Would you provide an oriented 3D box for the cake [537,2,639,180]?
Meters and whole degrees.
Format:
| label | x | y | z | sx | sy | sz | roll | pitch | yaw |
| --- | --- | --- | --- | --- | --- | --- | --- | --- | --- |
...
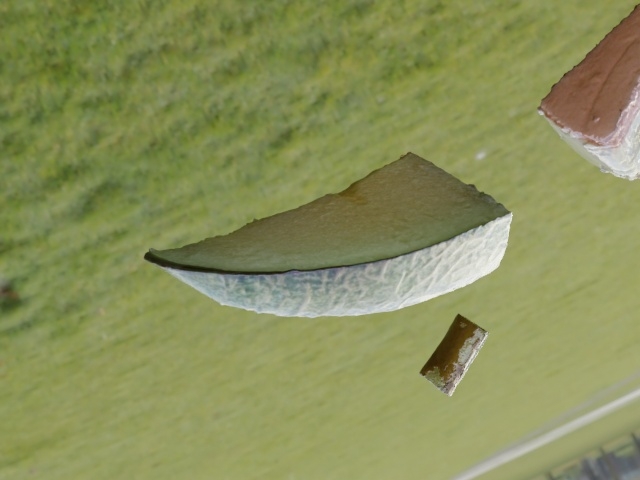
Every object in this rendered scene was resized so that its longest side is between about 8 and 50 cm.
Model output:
| label | x | y | z | sx | sy | sz | roll | pitch | yaw |
| --- | --- | --- | --- | --- | --- | --- | --- | --- | --- |
| cake | 0.314 | -0.155 | 1.074 | 0.225 | 0.090 | 0.109 | -45 | 138 | 13 |

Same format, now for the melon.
| label | x | y | z | sx | sy | sz | roll | pitch | yaw |
| --- | --- | --- | --- | --- | --- | --- | --- | --- | --- |
| melon | 0.006 | 0.004 | 0.630 | 0.182 | 0.098 | 0.054 | -21 | 137 | -30 |

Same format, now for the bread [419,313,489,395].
| label | x | y | z | sx | sy | sz | roll | pitch | yaw |
| --- | --- | --- | --- | --- | --- | --- | --- | --- | --- |
| bread | 0.145 | 0.123 | 1.283 | 0.036 | 0.047 | 0.083 | 36 | 86 | -45 |
